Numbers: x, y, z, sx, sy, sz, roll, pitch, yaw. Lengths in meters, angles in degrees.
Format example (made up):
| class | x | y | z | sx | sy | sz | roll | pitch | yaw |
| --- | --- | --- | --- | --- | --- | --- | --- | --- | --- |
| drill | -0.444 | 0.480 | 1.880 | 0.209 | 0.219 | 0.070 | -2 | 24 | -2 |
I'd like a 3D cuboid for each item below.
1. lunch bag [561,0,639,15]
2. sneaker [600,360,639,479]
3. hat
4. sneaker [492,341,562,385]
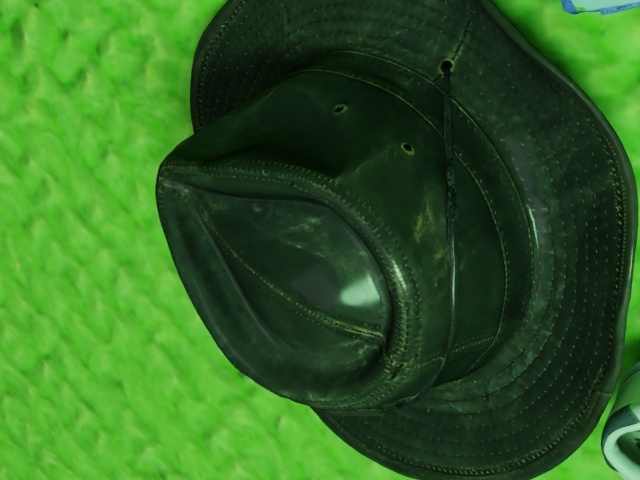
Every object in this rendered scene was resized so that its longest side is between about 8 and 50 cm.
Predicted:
| class | x | y | z | sx | sy | sz | roll | pitch | yaw |
| --- | --- | --- | --- | --- | --- | --- | --- | --- | --- |
| lunch bag | 0.154 | -0.180 | 0.607 | 0.128 | 0.096 | 0.151 | -4 | 101 | 37 |
| sneaker | 0.258 | 0.141 | 0.698 | 0.258 | 0.091 | 0.094 | 21 | 124 | 24 |
| hat | 0.000 | 0.000 | 0.756 | 0.331 | 0.134 | 0.331 | 20 | 119 | 41 |
| sneaker | 0.101 | 0.048 | 0.795 | 0.135 | 0.052 | 0.058 | -13 | 101 | 39 |
